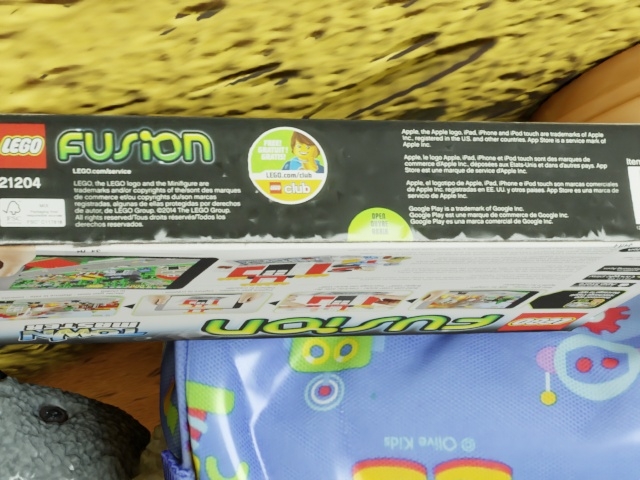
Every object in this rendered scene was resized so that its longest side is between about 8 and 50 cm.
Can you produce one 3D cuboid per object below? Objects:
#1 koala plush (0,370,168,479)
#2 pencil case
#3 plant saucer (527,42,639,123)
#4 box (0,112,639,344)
[{"bbox_3d":[-0.148,0.135,0.663,0.196,0.203,0.221,-25,178,37],"label":"koala plush"},{"bbox_3d":[0.088,0.066,0.580,0.306,0.119,0.133,-2,-151,6],"label":"pencil case"},{"bbox_3d":[0.152,-0.047,0.540,0.200,0.037,0.200,-16,169,-3],"label":"plant saucer"},{"bbox_3d":[0.000,0.000,0.448,0.207,0.036,0.114,0,164,-16],"label":"box"}]
